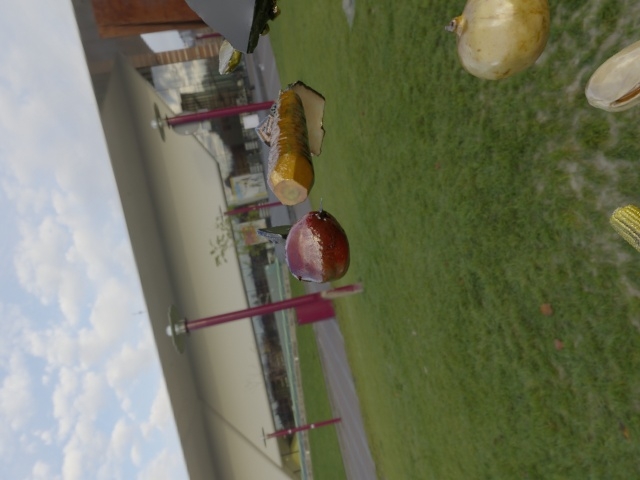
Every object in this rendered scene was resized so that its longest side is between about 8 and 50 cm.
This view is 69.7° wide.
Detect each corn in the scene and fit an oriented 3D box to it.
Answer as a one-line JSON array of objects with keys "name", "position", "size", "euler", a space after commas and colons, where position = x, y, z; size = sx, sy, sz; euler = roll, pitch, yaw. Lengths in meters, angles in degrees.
[{"name": "corn", "position": [0.716, 0.004, 0.989], "size": [0.203, 0.072, 0.072], "euler": [58, 163, 31]}]

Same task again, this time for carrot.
[{"name": "carrot", "position": [-0.044, -0.165, 0.712], "size": [0.314, 0.066, 0.066], "euler": [-93, -2, -49]}]

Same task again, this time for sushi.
[{"name": "sushi", "position": [-0.162, -0.476, 0.906], "size": [0.150, 0.172, 0.153], "euler": [-42, -27, -56]}]

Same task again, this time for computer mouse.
[{"name": "computer mouse", "position": [-0.136, -0.012, 1.985], "size": [0.168, 0.295, 0.087], "euler": [14, 103, 39]}]

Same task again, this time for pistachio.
[{"name": "pistachio", "position": [-0.269, -0.564, 1.406], "size": [0.089, 0.049, 0.173], "euler": [-36, 47, 36]}, {"name": "pistachio", "position": [1.023, -0.550, 1.509], "size": [0.299, 0.187, 0.188], "euler": [-43, 52, 42]}]

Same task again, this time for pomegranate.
[{"name": "pomegranate", "position": [0.596, -0.722, 1.567], "size": [0.342, 0.342, 0.343], "euler": [169, 90, -83]}]

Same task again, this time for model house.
[{"name": "model house", "position": [-0.095, -0.346, 1.342], "size": [0.172, 0.166, 0.183], "euler": [5, 79, 50]}]

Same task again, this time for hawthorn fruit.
[{"name": "hawthorn fruit", "position": [0.000, 0.000, 1.221], "size": [0.181, 0.181, 0.235], "euler": [-123, 39, -72]}]

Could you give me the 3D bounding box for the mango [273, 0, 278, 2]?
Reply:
[{"name": "mango", "position": [-0.183, -0.693, 1.163], "size": [0.262, 0.157, 0.109], "euler": [25, -145, -41]}]
